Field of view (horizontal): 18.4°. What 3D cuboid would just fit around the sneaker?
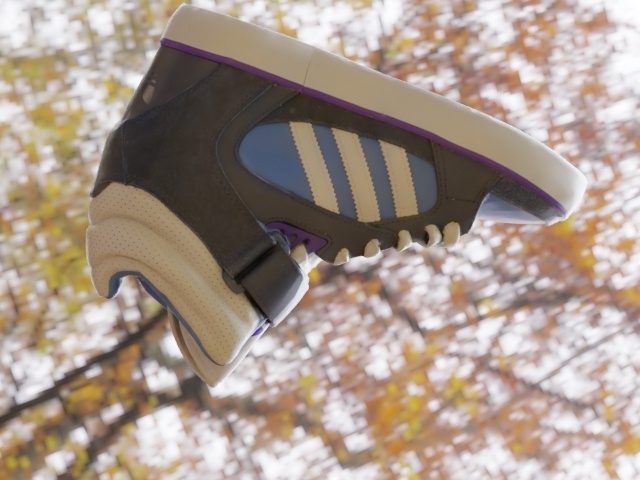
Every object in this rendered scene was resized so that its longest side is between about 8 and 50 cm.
[{"bbox_3d":[0.000,0.000,1.344,0.236,0.323,0.130,-69,-164,0],"label":"sneaker"}]
